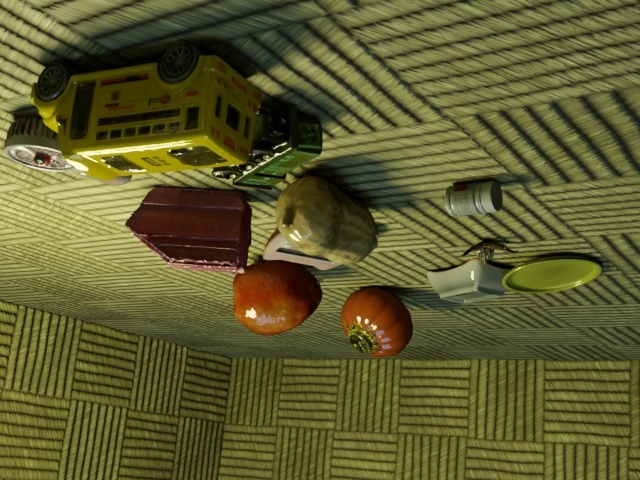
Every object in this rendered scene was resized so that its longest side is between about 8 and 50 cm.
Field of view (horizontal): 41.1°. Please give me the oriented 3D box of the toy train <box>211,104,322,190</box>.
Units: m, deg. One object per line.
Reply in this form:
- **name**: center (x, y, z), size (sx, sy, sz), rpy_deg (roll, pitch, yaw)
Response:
- **toy train**: center (-0.088, -0.148, 1.373), size (0.137, 0.090, 0.225), rpy_deg (6, 166, -30)

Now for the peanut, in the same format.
- **peanut**: center (0.004, -0.041, 1.643), size (0.159, 0.143, 0.291), rpy_deg (36, -173, 29)

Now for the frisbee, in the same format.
- **frisbee**: center (0.552, 0.082, 2.040), size (0.236, 0.017, 0.236), rpy_deg (-2, 158, -1)

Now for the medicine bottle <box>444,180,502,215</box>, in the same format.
- **medicine bottle**: center (0.278, -0.076, 1.552), size (0.091, 0.058, 0.058), rpy_deg (-5, 162, 34)

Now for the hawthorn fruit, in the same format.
- **hawthorn fruit**: center (-0.098, 0.142, 2.244), size (0.263, 0.210, 0.210), rpy_deg (-12, 161, 15)

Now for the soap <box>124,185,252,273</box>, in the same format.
- **soap**: center (-0.271, -0.025, 1.754), size (0.250, 0.162, 0.099), rpy_deg (5, 171, 7)

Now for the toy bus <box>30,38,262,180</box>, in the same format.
- **toy bus**: center (-0.258, -0.171, 1.214), size (0.330, 0.152, 0.144), rpy_deg (-3, 164, 27)

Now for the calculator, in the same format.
- **calculator**: center (0.000, 0.000, 1.963), size (0.220, 0.048, 0.330), rpy_deg (12, 161, -20)

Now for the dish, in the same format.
- **dish**: center (0.383, 0.111, 2.168), size (0.151, 0.077, 0.212), rpy_deg (14, 162, -28)

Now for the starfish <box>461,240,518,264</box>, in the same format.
- **starfish**: center (0.365, 0.018, 1.897), size (0.130, 0.041, 0.133), rpy_deg (4, 161, -28)

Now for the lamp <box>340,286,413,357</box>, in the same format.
- **lamp**: center (0.164, 0.237, 2.485), size (0.223, 0.196, 0.223), rpy_deg (28, 143, 23)

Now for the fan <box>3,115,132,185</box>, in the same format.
- **fan**: center (-0.437, -0.148, 1.510), size (0.130, 0.074, 0.244), rpy_deg (-8, 161, 38)
